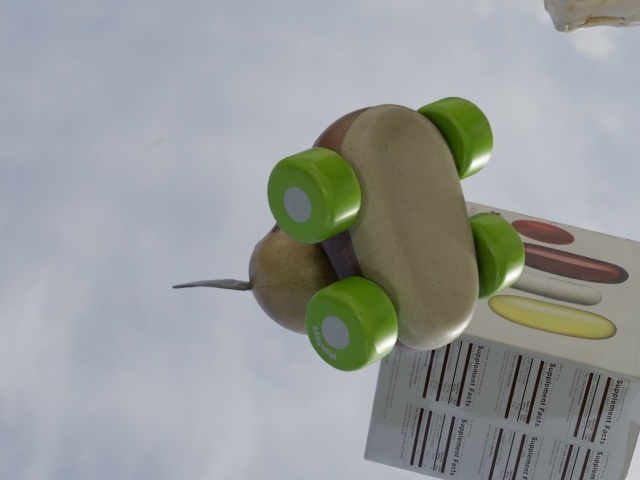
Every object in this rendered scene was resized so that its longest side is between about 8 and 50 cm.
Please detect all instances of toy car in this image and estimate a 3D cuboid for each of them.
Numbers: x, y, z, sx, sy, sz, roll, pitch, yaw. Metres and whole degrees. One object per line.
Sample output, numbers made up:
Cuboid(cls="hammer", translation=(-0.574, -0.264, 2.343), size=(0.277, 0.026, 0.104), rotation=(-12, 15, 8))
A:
Cuboid(cls="toy car", translation=(0.000, 0.000, 0.986), size=(0.188, 0.148, 0.155), rotation=(-8, -169, 45))

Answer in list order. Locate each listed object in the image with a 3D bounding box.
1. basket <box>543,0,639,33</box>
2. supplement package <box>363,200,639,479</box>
Cuboid(cls="basket", translation=(0.247, -0.300, 0.882), size=(0.331, 0.266, 0.328), rotation=(-9, -155, 1))
Cuboid(cls="supplement package", translation=(0.162, 0.089, 1.287), size=(0.203, 0.149, 0.194), rotation=(13, -146, 8))
